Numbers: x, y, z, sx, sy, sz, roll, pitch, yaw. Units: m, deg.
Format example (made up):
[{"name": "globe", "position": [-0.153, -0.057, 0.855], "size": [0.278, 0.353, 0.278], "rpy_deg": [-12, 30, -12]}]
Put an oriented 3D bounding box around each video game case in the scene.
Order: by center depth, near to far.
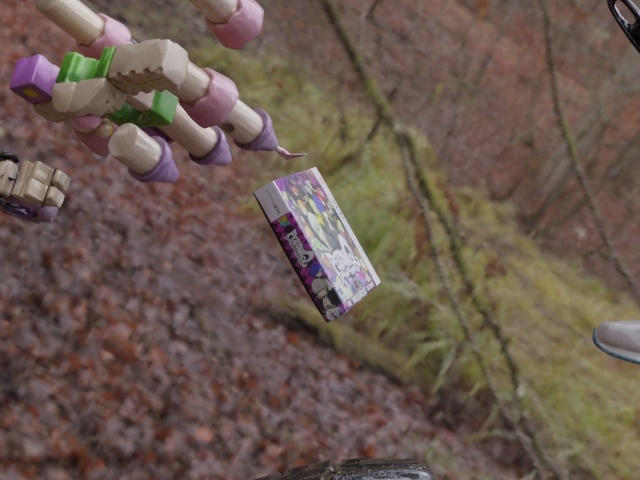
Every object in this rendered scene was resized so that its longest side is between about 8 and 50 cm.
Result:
[{"name": "video game case", "position": [0.000, 0.000, 1.723], "size": [0.210, 0.042, 0.232], "rpy_deg": [60, 17, 1]}]

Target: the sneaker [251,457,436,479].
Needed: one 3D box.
[{"name": "sneaker", "position": [-0.070, 0.391, 1.242], "size": [0.169, 0.447, 0.257], "rpy_deg": [27, 47, -82]}]

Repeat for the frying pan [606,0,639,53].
[{"name": "frying pan", "position": [0.429, -0.146, 1.265], "size": [0.053, 0.197, 0.326], "rpy_deg": [-8, 83, -56]}]

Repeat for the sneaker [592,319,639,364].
[{"name": "sneaker", "position": [0.383, 0.088, 1.153], "size": [0.228, 0.092, 0.087], "rpy_deg": [1, -4, 21]}]

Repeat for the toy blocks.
[{"name": "toy blocks", "position": [-0.205, -0.137, 1.436], "size": [0.288, 0.309, 0.260], "rpy_deg": [-1, -24, 34]}]
